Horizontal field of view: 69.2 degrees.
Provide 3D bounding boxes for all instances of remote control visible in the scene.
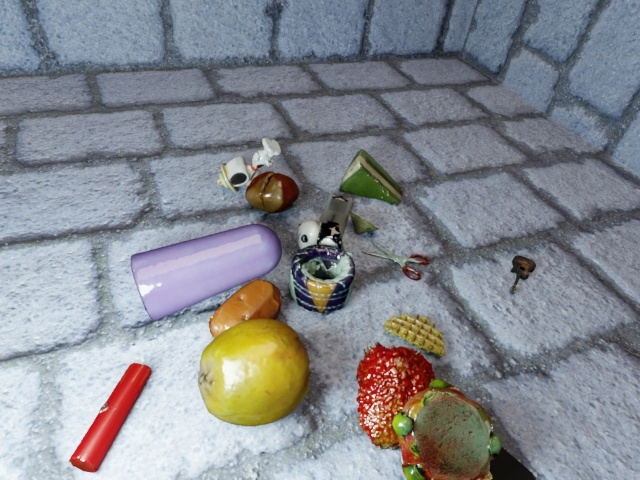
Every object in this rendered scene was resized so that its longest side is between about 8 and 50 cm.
[{"bbox_3d":[0.060,-0.106,1.922,0.109,0.055,0.313,14,41,5],"label":"remote control"}]

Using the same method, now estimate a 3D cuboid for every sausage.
[{"bbox_3d":[-0.222,0.225,1.435,0.153,0.141,0.268,28,44,20],"label":"sausage"}]

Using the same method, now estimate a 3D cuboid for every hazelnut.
[{"bbox_3d":[-0.193,-0.206,1.900,0.212,0.181,0.180,12,63,18],"label":"hazelnut"}]

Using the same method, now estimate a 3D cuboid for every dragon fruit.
[{"bbox_3d":[0.310,0.497,1.179,0.295,0.130,0.268,25,73,-6],"label":"dragon fruit"}]

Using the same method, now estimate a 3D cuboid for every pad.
[{"bbox_3d":[0.423,0.594,1.237,0.181,0.004,0.267,-28,53,-34],"label":"pad"}]

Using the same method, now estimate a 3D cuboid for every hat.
[{"bbox_3d":[0.161,-0.056,1.885,0.146,0.067,0.146,31,5,-3],"label":"hat"}]

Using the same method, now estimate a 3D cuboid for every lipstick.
[{"bbox_3d":[-0.529,0.442,1.190,0.073,0.073,0.279,13,41,4],"label":"lipstick"}]

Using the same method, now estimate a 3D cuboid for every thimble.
[{"bbox_3d":[0.012,0.125,1.585,0.237,0.150,0.237,5,39,-4],"label":"thimble"}]

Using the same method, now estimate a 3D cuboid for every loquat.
[{"bbox_3d":[-0.167,0.345,1.209,0.284,0.276,0.276,-4,42,-30],"label":"loquat"}]

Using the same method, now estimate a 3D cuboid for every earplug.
[{"bbox_3d":[-0.342,0.074,1.466,0.456,0.215,0.215,-20,48,-13],"label":"earplug"}]

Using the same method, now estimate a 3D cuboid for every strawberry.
[{"bbox_3d":[0.220,0.419,1.302,0.234,0.137,0.306,9,40,-2],"label":"strawberry"}]

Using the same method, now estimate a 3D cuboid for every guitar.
[{"bbox_3d":[0.769,0.137,1.797,0.088,0.025,0.233,27,45,19],"label":"guitar"}]

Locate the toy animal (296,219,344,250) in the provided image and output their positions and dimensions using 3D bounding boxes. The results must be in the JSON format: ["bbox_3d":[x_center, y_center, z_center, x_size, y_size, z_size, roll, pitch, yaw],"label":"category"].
[{"bbox_3d":[0.000,0.000,1.735,0.179,0.166,0.138,2,39,10],"label":"toy animal"}]

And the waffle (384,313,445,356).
[{"bbox_3d":[0.303,0.307,1.508,0.192,0.046,0.160,2,41,-6],"label":"waffle"}]

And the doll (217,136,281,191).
[{"bbox_3d":[-0.304,-0.323,1.948,0.208,0.271,0.144,-4,58,-34],"label":"doll"}]

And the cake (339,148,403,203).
[{"bbox_3d":[0.249,-0.286,2.078,0.284,0.172,0.158,18,44,7],"label":"cake"}]

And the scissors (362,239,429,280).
[{"bbox_3d":[0.289,0.068,1.799,0.248,0.017,0.144,23,42,18],"label":"scissors"}]
